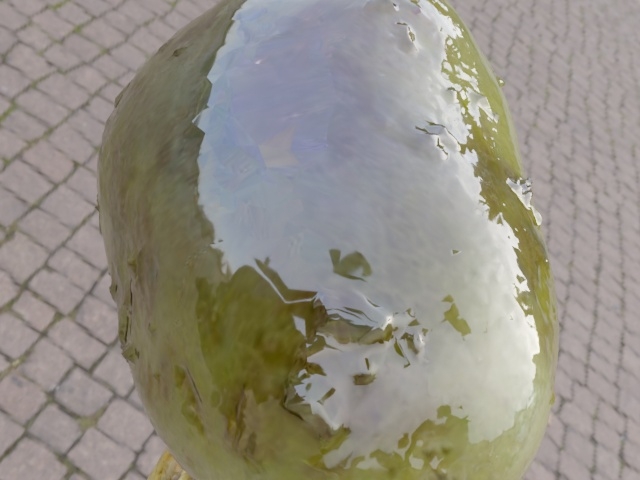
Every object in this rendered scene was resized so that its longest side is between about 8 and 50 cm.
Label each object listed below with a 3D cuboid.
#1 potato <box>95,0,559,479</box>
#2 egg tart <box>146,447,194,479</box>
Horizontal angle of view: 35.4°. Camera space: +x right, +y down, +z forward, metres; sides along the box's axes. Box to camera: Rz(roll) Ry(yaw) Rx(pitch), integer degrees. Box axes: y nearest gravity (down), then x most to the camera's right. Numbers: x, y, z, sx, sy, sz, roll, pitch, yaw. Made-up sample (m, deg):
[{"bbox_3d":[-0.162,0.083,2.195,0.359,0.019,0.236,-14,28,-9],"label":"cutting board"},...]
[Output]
[{"bbox_3d":[0.000,0.000,0.456,0.210,0.173,0.307,-15,50,1],"label":"potato"},{"bbox_3d":[-0.048,0.137,0.746,0.074,0.191,0.191,36,34,11],"label":"egg tart"}]
